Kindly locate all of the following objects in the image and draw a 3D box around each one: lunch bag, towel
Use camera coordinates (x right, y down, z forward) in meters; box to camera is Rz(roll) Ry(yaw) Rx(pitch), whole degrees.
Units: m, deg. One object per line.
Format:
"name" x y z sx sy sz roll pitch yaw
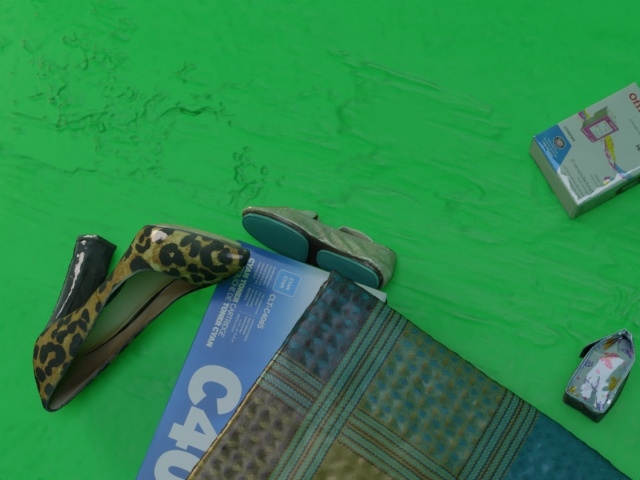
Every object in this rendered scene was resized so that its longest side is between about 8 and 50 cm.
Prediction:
"lunch bag" 0.270 0.126 1.073 0.053 0.071 0.083 33 83 17
"towel" 0.088 0.238 1.029 0.370 0.040 0.271 35 76 1

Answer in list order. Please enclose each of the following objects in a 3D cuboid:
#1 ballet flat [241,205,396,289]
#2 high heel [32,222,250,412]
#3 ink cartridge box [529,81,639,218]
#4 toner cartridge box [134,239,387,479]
"ballet flat" 0.000 0.000 1.152 0.168 0.057 0.052 27 51 8
"high heel" -0.175 0.082 1.079 0.261 0.093 0.186 -4 65 42
"ink cartridge box" 0.290 -0.092 1.140 0.122 0.052 0.088 -28 74 -4
"toner cartridge box" -0.070 0.189 1.087 0.165 0.075 0.347 19 77 8
